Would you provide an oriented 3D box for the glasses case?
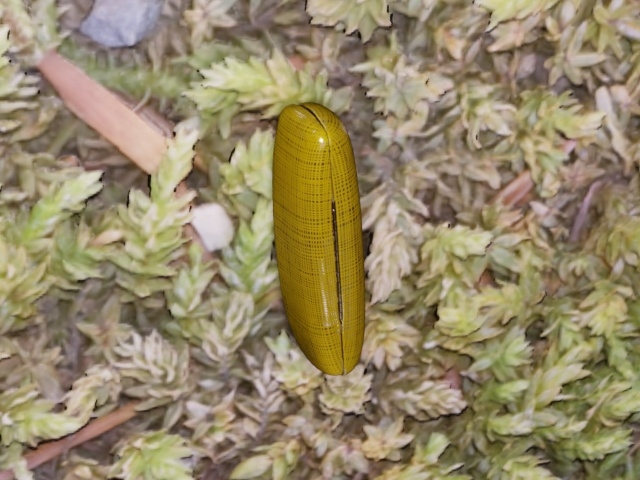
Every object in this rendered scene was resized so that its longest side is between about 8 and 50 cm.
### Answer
[{"bbox_3d":[0.000,0.000,1.368,0.064,0.079,0.234,-15,121,-19],"label":"glasses case"}]
